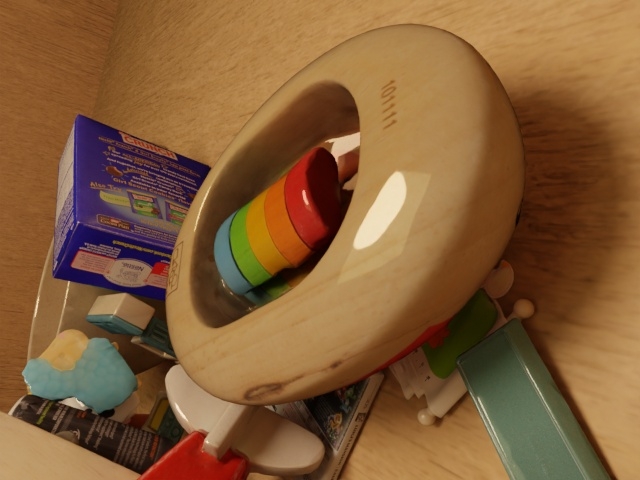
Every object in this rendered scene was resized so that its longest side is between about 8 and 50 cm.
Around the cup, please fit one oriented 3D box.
[{"bbox_3d":[-0.386,0.127,1.024,0.331,0.237,0.331,-25,59,50],"label":"cup"}]

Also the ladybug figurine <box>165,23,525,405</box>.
[{"bbox_3d":[0.000,0.000,0.513,0.449,0.162,0.305,-28,53,45],"label":"ladybug figurine"}]

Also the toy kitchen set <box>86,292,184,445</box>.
[{"bbox_3d":[-0.269,0.202,0.826,0.122,0.207,0.166,-11,49,50],"label":"toy kitchen set"}]

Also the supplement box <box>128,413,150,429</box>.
[{"bbox_3d":[-0.385,0.408,1.066,0.233,0.078,0.080,-42,46,41],"label":"supplement box"}]

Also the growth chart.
[{"bbox_3d":[0.089,0.054,0.533,0.172,0.021,0.237,-63,36,17],"label":"growth chart"}]

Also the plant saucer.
[{"bbox_3d":[0.156,0.152,0.381,0.067,0.018,0.192,-47,49,33],"label":"plant saucer"}]

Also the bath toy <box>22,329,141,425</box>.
[{"bbox_3d":[-0.374,0.267,0.832,0.151,0.129,0.348,47,140,17],"label":"bath toy"}]

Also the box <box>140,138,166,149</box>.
[{"bbox_3d":[-0.420,-0.117,1.251,0.121,0.148,0.311,-60,38,23],"label":"box"}]

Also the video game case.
[{"bbox_3d":[-0.013,0.176,0.641,0.190,0.022,0.173,41,113,55],"label":"video game case"}]

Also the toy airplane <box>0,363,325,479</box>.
[{"bbox_3d":[-0.159,0.300,0.487,0.386,0.385,0.272,50,128,52],"label":"toy airplane"}]

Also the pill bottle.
[{"bbox_3d":[-0.262,0.284,0.650,0.130,0.246,0.130,-61,14,26],"label":"pill bottle"}]

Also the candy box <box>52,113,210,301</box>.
[{"bbox_3d":[-0.302,-0.050,0.932,0.122,0.268,0.317,-52,39,24],"label":"candy box"}]
